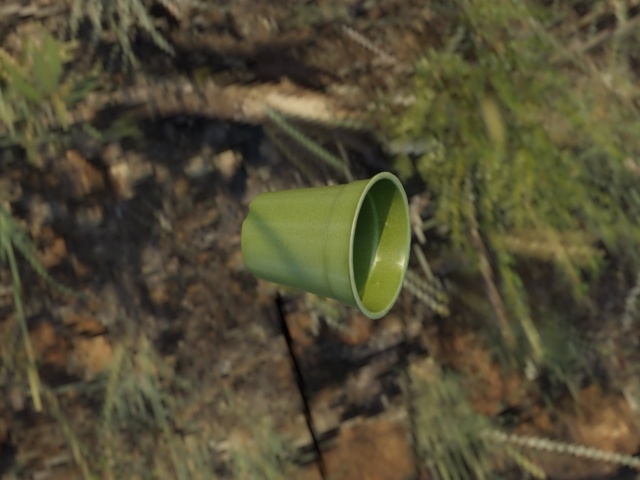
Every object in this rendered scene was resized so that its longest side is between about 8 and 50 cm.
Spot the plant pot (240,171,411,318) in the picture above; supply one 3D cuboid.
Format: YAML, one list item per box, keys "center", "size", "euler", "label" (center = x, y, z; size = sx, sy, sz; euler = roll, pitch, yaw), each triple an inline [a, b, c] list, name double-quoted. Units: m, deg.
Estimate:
- center: [0.000, 0.000, 1.016]
  size: [0.079, 0.083, 0.083]
  euler: [5, 147, 27]
  label: "plant pot"
